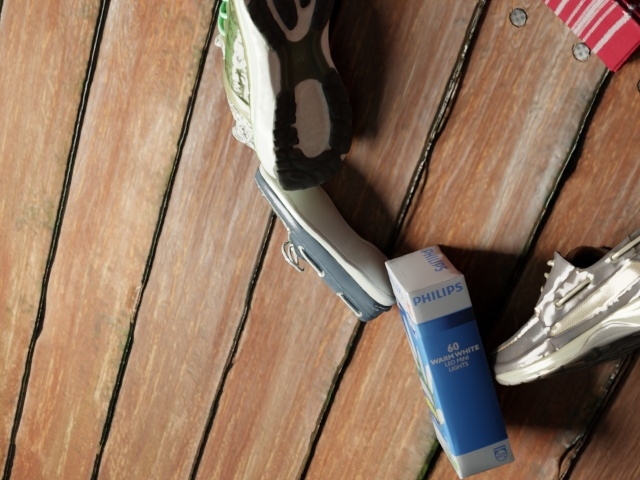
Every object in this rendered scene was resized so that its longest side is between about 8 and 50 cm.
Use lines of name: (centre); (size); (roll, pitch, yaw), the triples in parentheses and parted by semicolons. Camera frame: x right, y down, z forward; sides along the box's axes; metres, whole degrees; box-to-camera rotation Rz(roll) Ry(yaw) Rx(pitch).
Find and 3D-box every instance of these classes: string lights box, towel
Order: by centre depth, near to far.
towel: (0.243, -0.295, 1.569); (0.031, 0.199, 0.275); (-43, 86, -4)
string lights box: (0.163, 0.150, 1.873); (0.077, 0.133, 0.260); (-19, 108, -4)

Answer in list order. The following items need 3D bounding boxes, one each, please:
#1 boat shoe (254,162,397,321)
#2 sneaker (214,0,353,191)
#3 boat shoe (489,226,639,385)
boat shoe: (0.000, 0.000, 1.934); (0.254, 0.095, 0.079); (43, 126, -9)
sneaker: (-0.082, -0.267, 1.820); (0.182, 0.158, 0.410); (19, 121, 46)
boat shoe: (0.330, 0.066, 1.745); (0.355, 0.132, 0.130); (-33, 69, 42)
